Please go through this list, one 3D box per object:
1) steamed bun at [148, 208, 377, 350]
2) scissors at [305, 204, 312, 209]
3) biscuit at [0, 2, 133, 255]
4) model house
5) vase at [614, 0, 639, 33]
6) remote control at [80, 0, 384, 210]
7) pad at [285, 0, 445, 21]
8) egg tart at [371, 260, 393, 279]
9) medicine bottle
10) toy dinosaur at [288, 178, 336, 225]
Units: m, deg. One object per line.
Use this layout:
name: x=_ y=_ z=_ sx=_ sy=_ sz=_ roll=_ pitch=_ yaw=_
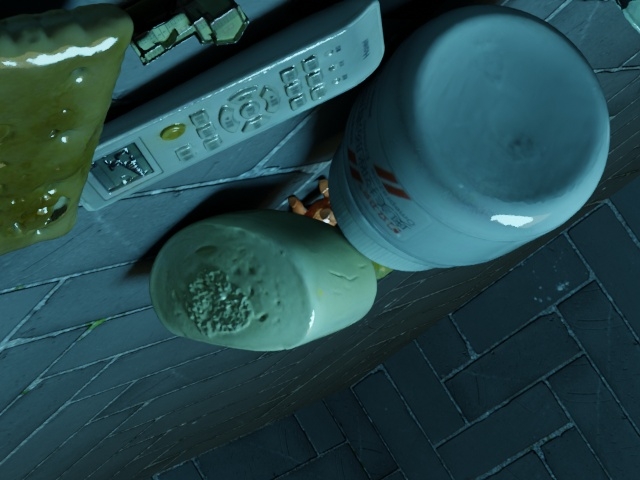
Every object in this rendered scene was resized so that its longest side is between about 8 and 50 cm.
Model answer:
steamed bun: x=-0.069 y=0.039 z=1.365 sx=0.250 sy=0.155 sz=0.200 roll=6 pitch=-170 yaw=31
scissors: x=0.000 y=0.000 z=1.704 sx=0.138 sy=0.041 sz=0.289 roll=-44 pitch=164 yaw=15
biscuit: x=-0.259 y=-0.054 z=0.827 sx=0.217 sy=0.044 sz=0.325 roll=-17 pitch=161 yaw=-28
model house: x=-0.101 y=-0.159 z=0.840 sx=0.083 sy=0.057 sz=0.058 roll=-33 pitch=163 yaw=-3
vase: x=0.493 y=-0.370 z=1.261 sx=0.360 sy=0.165 sz=0.165 roll=-34 pitch=168 yaw=31
remote control: x=-0.087 y=-0.128 z=1.006 sx=0.313 sy=0.055 sz=0.109 roll=-26 pitch=161 yaw=-3
pad: x=0.156 y=-0.312 z=0.984 sx=0.367 sy=0.007 sz=0.247 roll=-41 pitch=164 yaw=31
egg tart: x=0.134 y=-0.057 z=1.639 sx=0.288 sy=0.118 sz=0.288 roll=-29 pitch=166 yaw=-8
medicine bottle: x=0.144 y=-0.092 z=1.236 sx=0.245 sy=0.245 sz=0.306 roll=-27 pitch=175 yaw=-20
toy dinosaur: x=-0.016 y=-0.024 z=1.524 sx=0.279 sy=0.055 sz=0.101 roll=-37 pitch=157 yaw=15
